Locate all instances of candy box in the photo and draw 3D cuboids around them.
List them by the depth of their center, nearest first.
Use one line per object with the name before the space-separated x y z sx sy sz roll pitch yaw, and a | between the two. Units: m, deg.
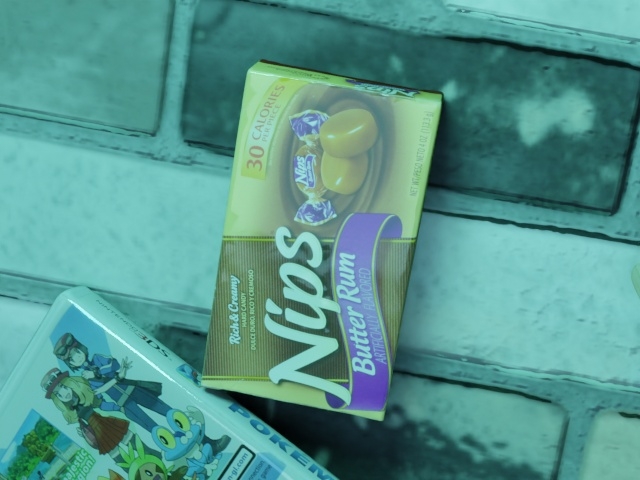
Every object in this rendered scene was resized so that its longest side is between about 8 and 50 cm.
candy box | 0.000 0.000 0.789 0.109 0.053 0.186 11 104 3

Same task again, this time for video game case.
video game case | -0.115 0.244 0.842 0.300 0.036 0.329 36 106 9

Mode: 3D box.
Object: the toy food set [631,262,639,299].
toy food set | 0.281 0.015 0.759 0.218 0.071 0.128 -33 74 11
